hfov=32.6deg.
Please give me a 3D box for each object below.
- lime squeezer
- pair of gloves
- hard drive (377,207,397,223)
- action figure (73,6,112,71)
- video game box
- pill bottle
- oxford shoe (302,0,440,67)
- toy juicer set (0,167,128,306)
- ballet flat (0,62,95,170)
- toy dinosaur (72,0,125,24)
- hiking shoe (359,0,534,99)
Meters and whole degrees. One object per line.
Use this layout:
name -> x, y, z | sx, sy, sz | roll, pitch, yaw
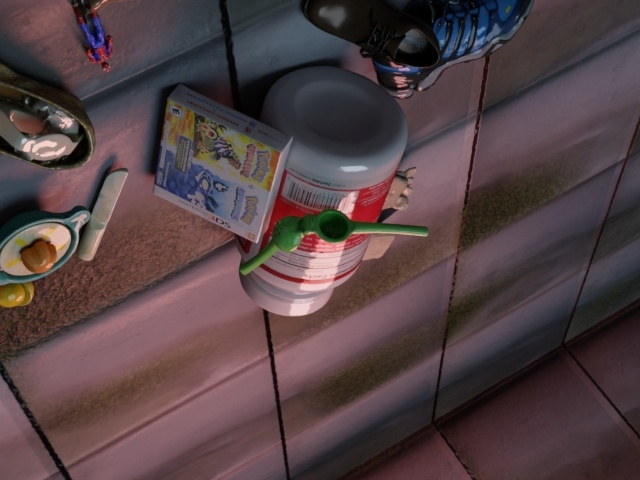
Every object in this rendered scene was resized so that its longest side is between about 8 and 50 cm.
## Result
lime squeezer -> 0.000, 0.000, 1.648 | 0.310, 0.059, 0.110 | -13, 134, 18
pair of gloves -> 0.072, -0.041, 2.072 | 0.204, 0.042, 0.240 | -10, 141, -34
hard drive -> 0.102, -0.070, 2.129 | 0.094, 0.022, 0.135 | -38, 151, 3
action figure -> -0.289, -0.258, 1.413 | 0.038, 0.030, 0.115 | -34, 154, -15
video game box -> -0.150, -0.110, 1.630 | 0.205, 0.187, 0.048 | 108, 8, -47
pill bottle -> -0.016, -0.064, 1.791 | 0.229, 0.229, 0.407 | -19, 147, -30
oxford shoe -> 0.083, -0.314, 1.615 | 0.227, 0.096, 0.083 | 13, 119, -22
toy juicer set -> -0.423, 0.031, 1.632 | 0.329, 0.089, 0.209 | -23, 149, -24
ballet flat -> -0.409, -0.159, 1.337 | 0.123, 0.123, 0.348 | -46, 150, 18
toy dinosaur -> -0.199, -0.361, 1.266 | 0.200, 0.127, 0.295 | -24, 156, -35
hiking shoe -> 0.213, -0.345, 1.743 | 0.304, 0.113, 0.132 | -38, 152, 2
